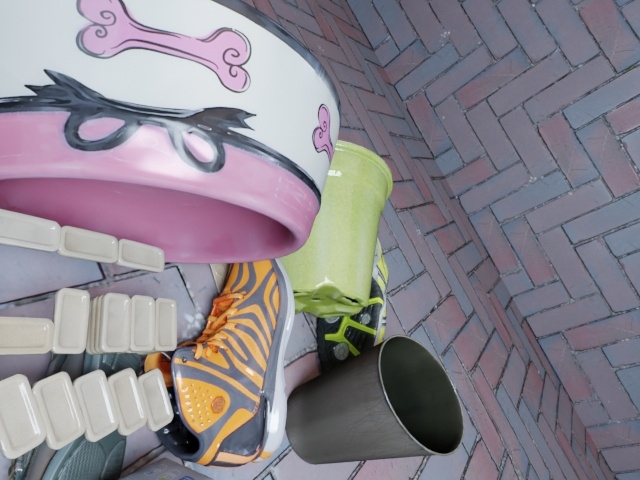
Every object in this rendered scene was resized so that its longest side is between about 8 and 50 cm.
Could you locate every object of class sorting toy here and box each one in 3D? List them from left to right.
[{"bbox_3d":[-0.151,0.060,0.691,0.083,0.012,0.062,-9,74,-55],"label":"sorting toy"}]

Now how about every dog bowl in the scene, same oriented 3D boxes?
[{"bbox_3d":[-0.180,-0.075,0.444,0.408,0.408,0.150,15,70,-46],"label":"dog bowl"}]

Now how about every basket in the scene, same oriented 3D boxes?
[{"bbox_3d":[0.067,0.261,0.619,0.204,0.227,0.154,36,39,-29],"label":"basket"}]

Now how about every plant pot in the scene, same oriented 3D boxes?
[{"bbox_3d":[0.000,0.000,0.742,0.276,0.276,0.253,26,56,-40],"label":"plant pot"}]

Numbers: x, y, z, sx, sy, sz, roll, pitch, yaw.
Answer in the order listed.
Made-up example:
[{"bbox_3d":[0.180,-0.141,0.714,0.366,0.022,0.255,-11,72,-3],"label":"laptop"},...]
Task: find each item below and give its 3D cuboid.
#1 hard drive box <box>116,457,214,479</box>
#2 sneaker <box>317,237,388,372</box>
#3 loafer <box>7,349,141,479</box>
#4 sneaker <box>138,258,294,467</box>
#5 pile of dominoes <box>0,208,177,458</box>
[{"bbox_3d":[-0.188,0.302,0.284,0.232,0.089,0.181,1,84,-53],"label":"hard drive box"},{"bbox_3d":[0.093,0.126,0.845,0.147,0.145,0.384,48,39,-39],"label":"sneaker"},{"bbox_3d":[-0.255,0.195,0.409,0.096,0.084,0.267,67,19,-54],"label":"loafer"},{"bbox_3d":[-0.137,0.128,0.548,0.180,0.125,0.321,24,48,-41],"label":"sneaker"},{"bbox_3d":[-0.242,0.082,0.360,0.251,0.040,0.196,23,55,-56],"label":"pile of dominoes"}]
